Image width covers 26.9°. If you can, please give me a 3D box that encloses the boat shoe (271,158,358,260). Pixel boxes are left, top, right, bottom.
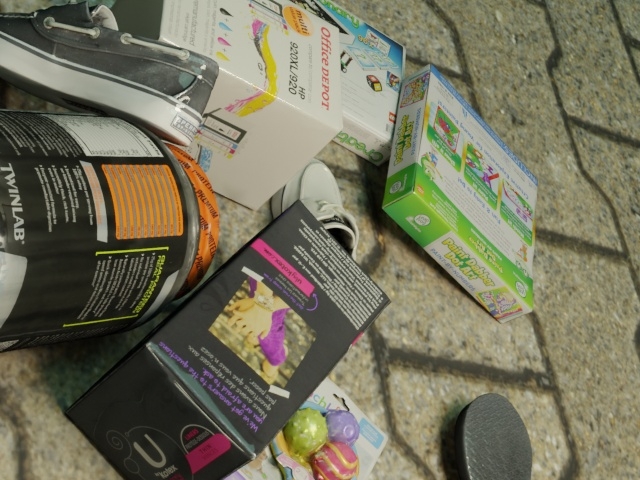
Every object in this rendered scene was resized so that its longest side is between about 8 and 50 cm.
[{"bbox_3d":[0.000,0.000,1.505,0.096,0.088,0.267,29,43,-23],"label":"boat shoe"}]

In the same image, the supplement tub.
[{"bbox_3d":[-0.249,-0.010,1.164,0.338,0.207,0.207,-3,61,-60],"label":"supplement tub"}]

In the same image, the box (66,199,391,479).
[{"bbox_3d":[-0.081,0.109,1.276,0.143,0.165,0.270,48,43,-2],"label":"box"}]

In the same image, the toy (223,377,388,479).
[{"bbox_3d":[-0.004,0.218,1.357,0.137,0.056,0.237,45,40,-7],"label":"toy"}]

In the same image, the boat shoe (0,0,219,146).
[{"bbox_3d":[-0.239,-0.187,1.321,0.301,0.102,0.108,20,-9,22],"label":"boat shoe"}]

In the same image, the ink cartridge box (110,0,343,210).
[{"bbox_3d":[-0.114,-0.181,1.479,0.232,0.168,0.171,25,44,-28],"label":"ink cartridge box"}]

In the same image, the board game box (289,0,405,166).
[{"bbox_3d":[-0.026,-0.242,1.701,0.305,0.053,0.193,28,45,-24],"label":"board game box"}]

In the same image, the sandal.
[{"bbox_3d":[0.189,0.294,1.489,0.097,0.054,0.254,10,63,-29],"label":"sandal"}]

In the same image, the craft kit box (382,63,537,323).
[{"bbox_3d":[0.187,-0.061,1.715,0.250,0.061,0.247,43,35,-28],"label":"craft kit box"}]
